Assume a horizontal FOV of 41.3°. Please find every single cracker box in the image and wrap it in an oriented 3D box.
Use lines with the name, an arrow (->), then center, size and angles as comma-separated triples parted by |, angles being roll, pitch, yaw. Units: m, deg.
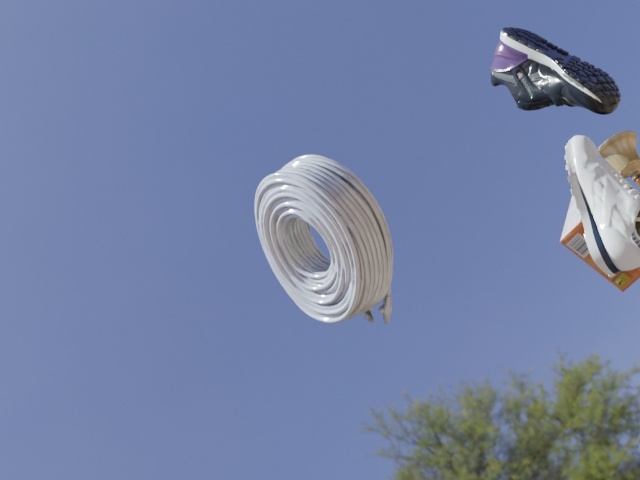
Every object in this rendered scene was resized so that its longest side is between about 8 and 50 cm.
cracker box -> 0.564, -0.020, 1.675 | 0.067, 0.155, 0.232 | -52, 0, 35

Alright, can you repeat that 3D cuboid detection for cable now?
cable -> 0.000, 0.000, 1.292 | 0.089, 0.257, 0.257 | -30, -43, -34

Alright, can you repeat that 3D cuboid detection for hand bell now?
hand bell -> 0.819, -0.152, 2.171 | 0.126, 0.242, 0.126 | -17, -34, -12

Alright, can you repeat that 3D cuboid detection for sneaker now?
sneaker -> 0.432, -0.285, 1.584 | 0.107, 0.283, 0.124 | -8, -51, -34
sneaker -> 0.441, -0.063, 1.286 | 0.094, 0.235, 0.090 | -28, -28, 34
